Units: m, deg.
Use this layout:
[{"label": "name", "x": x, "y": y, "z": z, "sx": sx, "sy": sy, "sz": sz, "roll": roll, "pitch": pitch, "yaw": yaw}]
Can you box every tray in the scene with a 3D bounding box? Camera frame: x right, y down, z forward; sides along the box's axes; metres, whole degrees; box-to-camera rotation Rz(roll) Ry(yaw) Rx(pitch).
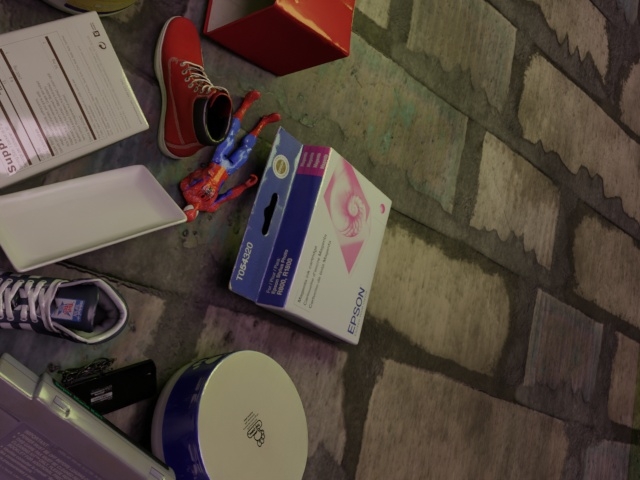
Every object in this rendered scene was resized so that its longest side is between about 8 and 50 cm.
[{"label": "tray", "x": -0.350, "y": -0.034, "z": 0.984, "sx": 0.270, "sy": 0.030, "sz": 0.145, "roll": -21, "pitch": 57, "yaw": -40}]

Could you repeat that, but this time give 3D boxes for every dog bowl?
[{"label": "dog bowl", "x": -0.140, "y": 0.316, "z": 1.069, "sx": 0.265, "sy": 0.104, "sz": 0.264, "roll": 31, "pitch": 50, "yaw": -44}]

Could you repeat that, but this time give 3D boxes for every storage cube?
[{"label": "storage cube", "x": -0.067, "y": -0.432, "z": 1.182, "sx": 0.193, "sy": 0.215, "sz": 0.183, "roll": 19, "pitch": 74, "yaw": -45}]

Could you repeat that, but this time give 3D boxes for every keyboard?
[{"label": "keyboard", "x": -0.345, "y": 0.222, "z": 1.013, "sx": 0.192, "sy": 0.038, "sz": 0.100, "roll": -13, "pitch": 118, "yaw": -41}]

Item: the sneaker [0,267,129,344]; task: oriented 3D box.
[{"label": "sneaker", "x": -0.400, "y": 0.086, "z": 0.888, "sx": 0.282, "sy": 0.153, "sz": 0.099, "roll": 14, "pitch": 77, "yaw": -39}]

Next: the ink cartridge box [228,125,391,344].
[{"label": "ink cartridge box", "x": 0.000, "y": 0.000, "z": 1.252, "sx": 0.330, "sy": 0.071, "sz": 0.324, "roll": 34, "pitch": 66, "yaw": -48}]

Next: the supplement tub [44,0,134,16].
[{"label": "supplement tub", "x": -0.286, "y": -0.475, "z": 0.914, "sx": 0.241, "sy": 0.331, "sz": 0.241, "roll": 4, "pitch": 84, "yaw": -40}]

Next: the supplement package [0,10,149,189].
[{"label": "supplement package", "x": -0.421, "y": -0.164, "z": 0.876, "sx": 0.293, "sy": 0.178, "sz": 0.175, "roll": -33, "pitch": 108, "yaw": -37}]

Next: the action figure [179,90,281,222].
[{"label": "action figure", "x": -0.147, "y": -0.145, "z": 1.139, "sx": 0.091, "sy": 0.139, "sz": 0.280, "roll": 44, "pitch": 63, "yaw": -28}]

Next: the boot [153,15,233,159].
[{"label": "boot", "x": -0.198, "y": -0.265, "z": 1.075, "sx": 0.088, "sy": 0.176, "sz": 0.244, "roll": 2, "pitch": 84, "yaw": -38}]

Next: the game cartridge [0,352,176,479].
[{"label": "game cartridge", "x": -0.362, "y": 0.322, "z": 0.880, "sx": 0.230, "sy": 0.068, "sz": 0.355, "roll": -38, "pitch": 116, "yaw": 5}]
